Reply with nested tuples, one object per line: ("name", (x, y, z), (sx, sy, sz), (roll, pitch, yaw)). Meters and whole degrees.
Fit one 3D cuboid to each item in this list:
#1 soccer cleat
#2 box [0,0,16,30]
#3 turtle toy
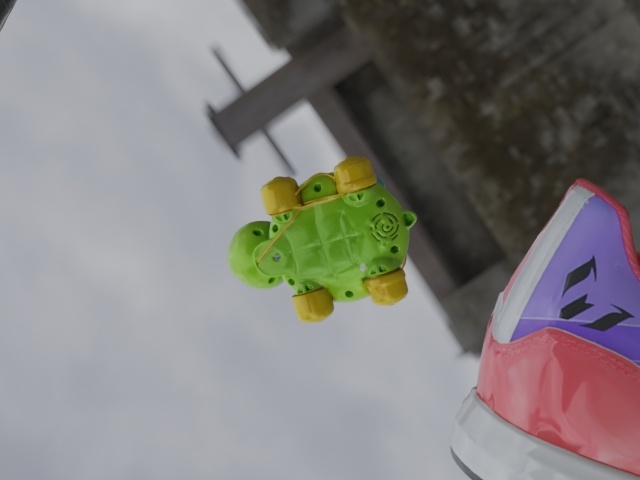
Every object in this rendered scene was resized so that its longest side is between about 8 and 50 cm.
("soccer cleat", (0.204, 0.062, 0.719), (0.318, 0.116, 0.108), (11, -166, -22))
("box", (-0.205, -0.189, 1.046), (0.058, 0.322, 0.232), (19, 155, 10))
("turtle toy", (0.000, 0.000, 1.226), (0.066, 0.130, 0.095), (-33, -72, -71))
